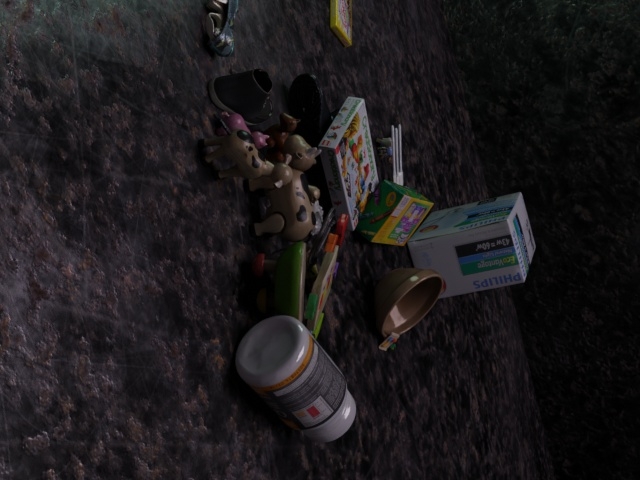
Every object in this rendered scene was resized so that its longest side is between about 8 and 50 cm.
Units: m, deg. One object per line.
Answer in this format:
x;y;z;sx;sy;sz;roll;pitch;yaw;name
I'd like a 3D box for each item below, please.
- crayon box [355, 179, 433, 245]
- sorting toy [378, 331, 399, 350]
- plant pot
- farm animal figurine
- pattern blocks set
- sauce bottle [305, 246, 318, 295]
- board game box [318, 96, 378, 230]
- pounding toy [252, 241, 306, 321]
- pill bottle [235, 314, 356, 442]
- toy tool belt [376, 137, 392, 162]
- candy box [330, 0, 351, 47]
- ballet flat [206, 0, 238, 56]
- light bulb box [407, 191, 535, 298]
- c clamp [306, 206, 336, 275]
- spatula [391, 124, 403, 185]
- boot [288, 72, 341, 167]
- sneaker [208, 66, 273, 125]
0.218;-0.076;2.263;0.081;0.165;0.278;40;14;22;crayon box
0.205;0.296;2.226;0.012;0.062;0.083;45;9;30;sorting toy
0.232;0.158;2.211;0.110;0.237;0.237;45;9;30;plant pot
-0.085;-0.138;1.648;0.330;0.172;0.327;-35;112;-63;farm animal figurine
0.003;0.103;1.745;0.325;0.026;0.285;-62;165;-65;pattern blocks set
-0.027;0.079;1.839;0.042;0.042;0.128;-50;134;-59;sauce bottle
0.079;-0.197;2.021;0.193;0.053;0.305;-62;152;-33;board game box
-0.090;0.102;1.635;0.237;0.110;0.183;92;2;-65;pounding toy
-0.042;0.291;1.576;0.278;0.162;0.162;56;33;-39;pill bottle
0.206;-0.291;2.487;0.052;0.051;0.083;-65;152;-75;toy tool belt
0.064;-0.709;2.370;0.105;0.027;0.206;35;49;-52;candy box
-0.215;-0.486;1.656;0.070;0.070;0.188;38;44;-55;ballet flat
0.531;0.016;2.666;0.361;0.358;0.225;-41;115;-63;light bulb box
0.000;0.000;1.753;0.161;0.022;0.137;-65;169;-2;c clamp
0.249;-0.258;2.518;0.168;0.019;0.242;-32;120;-69;spatula
0.011;-0.325;2.016;0.207;0.094;0.246;-38;121;-58;boot
-0.135;-0.311;1.680;0.222;0.118;0.083;5;75;-64;sneaker
